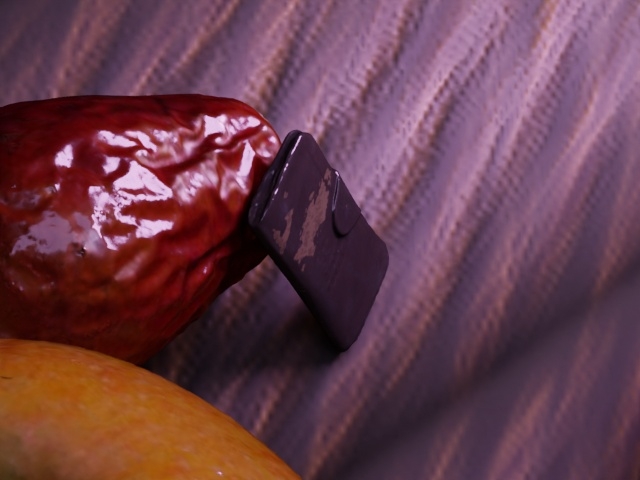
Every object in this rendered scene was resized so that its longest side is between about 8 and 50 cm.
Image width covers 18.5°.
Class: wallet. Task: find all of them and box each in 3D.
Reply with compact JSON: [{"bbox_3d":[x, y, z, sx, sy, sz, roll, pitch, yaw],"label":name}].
[{"bbox_3d":[0.000,0.000,1.225,0.018,0.157,0.082,9,61,30],"label":"wallet"}]

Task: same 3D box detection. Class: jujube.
[{"bbox_3d":[-0.134,-0.005,1.178,0.255,0.190,0.190,-18,71,-37],"label":"jujube"}]

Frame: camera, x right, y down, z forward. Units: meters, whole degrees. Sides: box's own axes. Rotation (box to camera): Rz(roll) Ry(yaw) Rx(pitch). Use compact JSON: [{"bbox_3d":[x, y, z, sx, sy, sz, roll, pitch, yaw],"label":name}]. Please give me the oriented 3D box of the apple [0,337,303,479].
[{"bbox_3d":[-0.156,0.235,0.968,0.400,0.333,0.400,9,59,-15],"label":"apple"}]
